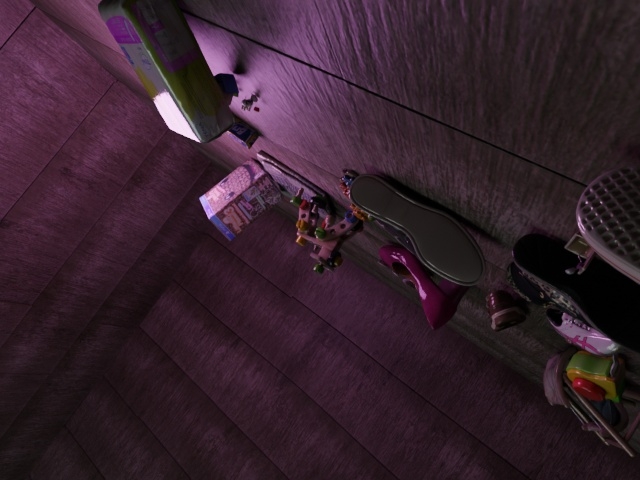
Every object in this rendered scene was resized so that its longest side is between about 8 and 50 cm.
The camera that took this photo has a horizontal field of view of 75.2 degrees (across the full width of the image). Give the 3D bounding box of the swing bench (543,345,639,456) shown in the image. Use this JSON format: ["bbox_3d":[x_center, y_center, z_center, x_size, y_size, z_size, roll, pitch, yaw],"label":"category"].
[{"bbox_3d":[0.777,0.453,1.203,0.254,0.165,0.253,34,175,28],"label":"swing bench"}]

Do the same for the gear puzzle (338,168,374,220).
[{"bbox_3d":[0.115,-0.099,1.165,0.175,0.044,0.339,35,175,3],"label":"gear puzzle"}]

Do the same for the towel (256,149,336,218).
[{"bbox_3d":[-0.091,-0.197,1.614,0.324,0.056,0.312,35,175,15],"label":"towel"}]

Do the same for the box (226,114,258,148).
[{"bbox_3d":[-0.281,-0.364,1.319,0.168,0.054,0.059,35,175,4],"label":"box"}]

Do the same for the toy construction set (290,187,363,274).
[{"bbox_3d":[0.000,0.000,1.494,0.257,0.238,0.309,21,170,5],"label":"toy construction set"}]

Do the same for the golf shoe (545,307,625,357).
[{"bbox_3d":[0.532,0.181,0.842,0.086,0.068,0.186,37,175,-2],"label":"golf shoe"}]

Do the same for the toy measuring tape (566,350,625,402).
[{"bbox_3d":[0.632,0.286,0.966,0.121,0.121,0.330,30,164,49],"label":"toy measuring tape"}]

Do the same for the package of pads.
[{"bbox_3d":[-0.315,-0.360,0.866,0.229,0.101,0.297,31,154,47],"label":"package of pads"}]

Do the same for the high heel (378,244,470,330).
[{"bbox_3d":[0.292,0.140,1.383,0.377,0.181,0.127,27,161,51],"label":"high heel"}]

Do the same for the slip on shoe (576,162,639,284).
[{"bbox_3d":[0.367,0.033,0.306,0.331,0.123,0.101,27,175,33],"label":"slip on shoe"}]

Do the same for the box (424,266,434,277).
[{"bbox_3d":[0.356,0.102,1.595,0.164,0.021,0.201,35,176,16],"label":"box"}]

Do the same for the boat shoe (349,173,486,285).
[{"bbox_3d":[0.208,-0.033,0.884,0.335,0.112,0.095,40,-165,19],"label":"boat shoe"}]

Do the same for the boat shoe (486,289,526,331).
[{"bbox_3d":[0.498,0.184,1.131,0.257,0.095,0.095,40,-152,-63],"label":"boat shoe"}]

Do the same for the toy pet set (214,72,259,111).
[{"bbox_3d":[-0.207,-0.357,0.965,0.122,0.065,0.114,37,-149,19],"label":"toy pet set"}]

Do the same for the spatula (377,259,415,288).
[{"bbox_3d":[0.300,0.121,1.597,0.168,0.019,0.242,33,-171,11],"label":"spatula"}]

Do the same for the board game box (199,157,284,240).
[{"bbox_3d":[-0.336,-0.180,1.755,0.141,0.291,0.232,53,176,-36],"label":"board game box"}]

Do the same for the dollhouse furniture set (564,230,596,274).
[{"bbox_3d":[0.351,0.029,0.533,0.091,0.081,0.114,34,175,25],"label":"dollhouse furniture set"}]

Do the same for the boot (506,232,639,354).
[{"bbox_3d":[0.415,0.090,0.682,0.236,0.085,0.178,41,180,22],"label":"boot"}]
